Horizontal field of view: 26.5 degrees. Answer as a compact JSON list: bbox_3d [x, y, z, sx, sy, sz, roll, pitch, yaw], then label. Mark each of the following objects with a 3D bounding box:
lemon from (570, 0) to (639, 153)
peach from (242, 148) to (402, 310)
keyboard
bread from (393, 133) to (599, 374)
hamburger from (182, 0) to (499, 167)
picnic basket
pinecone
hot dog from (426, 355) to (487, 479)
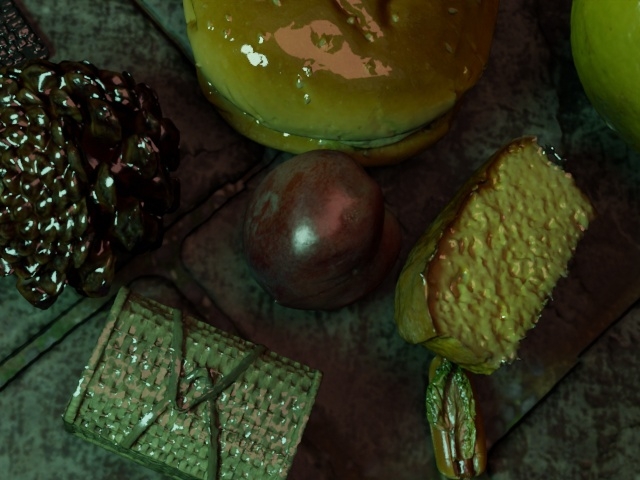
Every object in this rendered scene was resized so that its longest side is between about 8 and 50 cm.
[{"bbox_3d":[0.391,-0.197,1.310,0.297,0.297,0.297,3,74,-10],"label":"lemon"},{"bbox_3d":[0.000,0.000,1.262,0.152,0.152,0.152,3,74,-10],"label":"peach"},{"bbox_3d":[-0.382,-0.145,1.293,0.250,0.017,0.087,-32,81,-17],"label":"keyboard"},{"bbox_3d":[0.147,0.028,1.279,0.129,0.134,0.260,43,56,-7],"label":"bread"},{"bbox_3d":[0.014,-0.224,1.309,0.314,0.170,0.289,11,67,-6],"label":"hamburger"},{"bbox_3d":[-0.112,0.141,1.191,0.196,0.154,0.134,24,72,-2],"label":"picnic basket"},{"bbox_3d":[-0.217,-0.063,1.206,0.222,0.221,0.221,3,74,-10],"label":"pinecone"},{"bbox_3d":[0.128,0.164,1.286,0.056,0.041,0.133,-4,76,-12],"label":"hot dog"}]
